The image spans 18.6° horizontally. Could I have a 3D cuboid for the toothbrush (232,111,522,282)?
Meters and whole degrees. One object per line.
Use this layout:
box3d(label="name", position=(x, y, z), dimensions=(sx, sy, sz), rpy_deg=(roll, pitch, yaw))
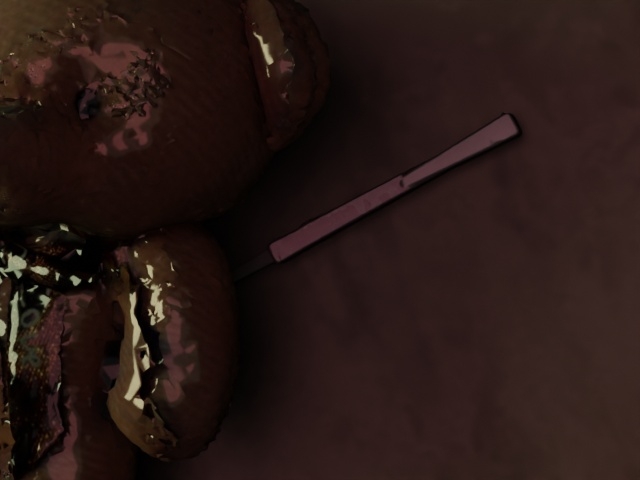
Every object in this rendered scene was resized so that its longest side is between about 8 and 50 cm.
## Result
box3d(label="toothbrush", position=(-0.001, -0.002, 0.832), dimensions=(0.194, 0.014, 0.017), rpy_deg=(-31, 84, 11))

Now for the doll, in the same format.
box3d(label="doll", position=(-0.124, 0.018, 0.789), dimensions=(0.201, 0.156, 0.303), rpy_deg=(16, 92, 29))
